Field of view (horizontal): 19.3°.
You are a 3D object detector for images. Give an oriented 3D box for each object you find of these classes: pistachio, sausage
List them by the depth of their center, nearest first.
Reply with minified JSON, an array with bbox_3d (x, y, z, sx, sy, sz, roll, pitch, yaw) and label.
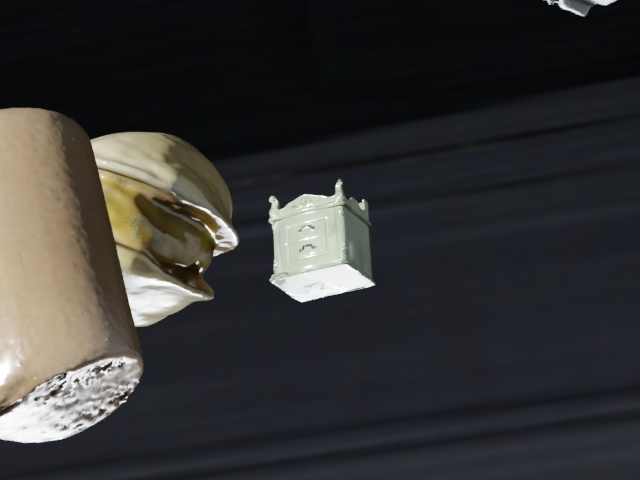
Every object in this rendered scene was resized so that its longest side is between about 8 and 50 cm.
[{"bbox_3d":[-0.203,0.027,1.353,0.123,0.123,0.253,76,177,-53],"label":"sausage"},{"bbox_3d":[-0.213,-0.018,2.165,0.321,0.238,0.229,67,-138,-81],"label":"pistachio"}]

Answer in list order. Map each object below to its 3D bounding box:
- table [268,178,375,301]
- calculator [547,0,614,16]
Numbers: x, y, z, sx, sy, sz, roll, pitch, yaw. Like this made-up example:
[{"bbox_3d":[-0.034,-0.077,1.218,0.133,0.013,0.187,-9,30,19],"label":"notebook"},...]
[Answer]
[{"bbox_3d":[0.000,0.000,1.668,0.062,0.079,0.083,38,-135,-56],"label":"table"},{"bbox_3d":[0.218,-0.263,1.607,0.274,0.166,0.028,14,-120,-46],"label":"calculator"}]
